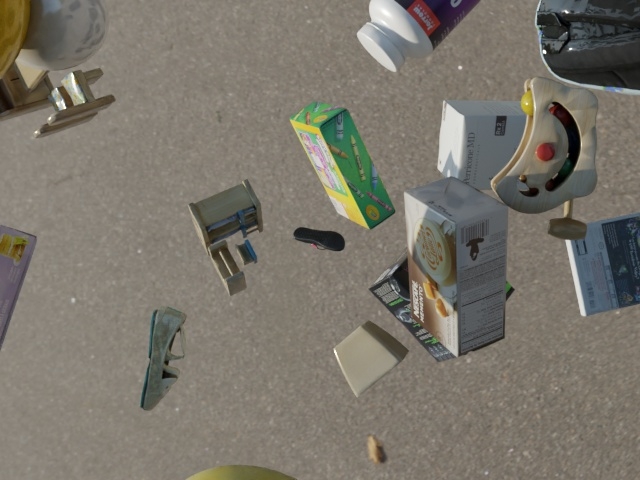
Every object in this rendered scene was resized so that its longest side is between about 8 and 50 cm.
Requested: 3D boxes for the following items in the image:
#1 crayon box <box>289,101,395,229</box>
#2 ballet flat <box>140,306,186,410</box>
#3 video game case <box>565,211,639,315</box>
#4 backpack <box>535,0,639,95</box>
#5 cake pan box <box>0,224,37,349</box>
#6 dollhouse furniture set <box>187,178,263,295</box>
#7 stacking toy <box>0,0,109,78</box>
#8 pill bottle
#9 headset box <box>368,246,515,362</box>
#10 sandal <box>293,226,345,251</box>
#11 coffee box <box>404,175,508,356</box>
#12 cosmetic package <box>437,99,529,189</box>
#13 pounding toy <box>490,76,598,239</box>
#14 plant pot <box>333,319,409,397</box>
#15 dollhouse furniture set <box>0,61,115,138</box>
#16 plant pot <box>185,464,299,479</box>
[{"bbox_3d":[0.050,-0.172,1.536,0.165,0.081,0.278,33,155,60],"label":"crayon box"},{"bbox_3d":[-0.220,0.174,0.949,0.053,0.057,0.168,11,110,-3],"label":"ballet flat"},{"bbox_3d":[0.610,0.048,1.407,0.022,0.173,0.190,159,99,-83],"label":"video game case"},{"bbox_3d":[0.575,-0.395,1.211,0.356,0.273,0.289,0,116,28],"label":"backpack"},{"bbox_3d":[-0.496,0.145,0.956,0.267,0.070,0.245,-45,32,41],"label":"cake pan box"},{"bbox_3d":[-0.161,0.005,1.336,0.183,0.130,0.129,60,166,21],"label":"dollhouse furniture set"},{"bbox_3d":[-0.372,-0.205,0.548,0.351,0.480,0.350,4,98,26],"label":"stacking toy"},{"bbox_3d":[0.238,-0.540,1.506,0.323,0.181,0.181,-47,59,3],"label":"pill bottle"},{"bbox_3d":[0.312,0.130,1.686,0.283,0.246,0.131,48,151,-2],"label":"headset box"},{"bbox_3d":[0.000,0.000,2.038,0.179,0.067,0.040,14,140,29],"label":"sandal"},{"bbox_3d":[0.216,0.041,1.075,0.141,0.098,0.246,44,147,53],"label":"coffee box"},{"bbox_3d":[0.345,-0.193,1.343,0.151,0.184,0.151,-104,13,-67],"label":"cosmetic package"},{"bbox_3d":[0.360,-0.132,1.110,0.154,0.155,0.269,-2,102,8],"label":"pounding toy"},{"bbox_3d":[0.088,0.211,1.251,0.109,0.109,0.096,-42,81,12],"label":"plant pot"},{"bbox_3d":[-0.440,-0.242,0.938,0.242,0.161,0.212,-11,105,54],"label":"dollhouse furniture set"},{"bbox_3d":[-0.049,0.210,0.372,0.134,0.095,0.134,3,106,12],"label":"plant pot"}]
